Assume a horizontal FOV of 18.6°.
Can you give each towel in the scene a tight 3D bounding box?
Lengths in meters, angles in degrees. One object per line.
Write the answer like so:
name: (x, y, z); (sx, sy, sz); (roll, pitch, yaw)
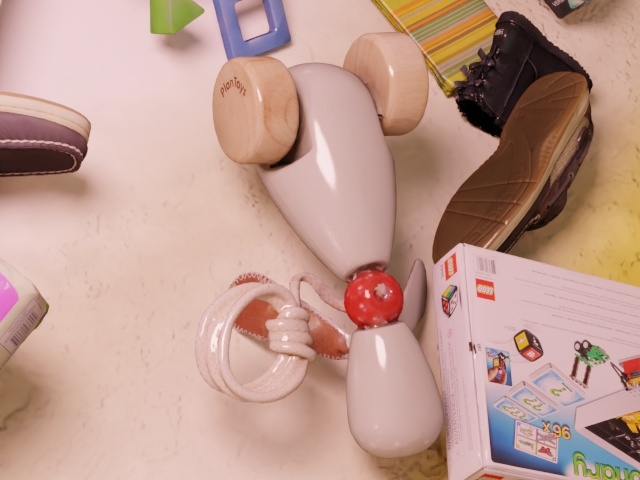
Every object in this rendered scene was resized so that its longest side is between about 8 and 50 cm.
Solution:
towel: (0.074, -0.237, 1.736); (0.102, 0.021, 0.237); (-30, 77, -38)

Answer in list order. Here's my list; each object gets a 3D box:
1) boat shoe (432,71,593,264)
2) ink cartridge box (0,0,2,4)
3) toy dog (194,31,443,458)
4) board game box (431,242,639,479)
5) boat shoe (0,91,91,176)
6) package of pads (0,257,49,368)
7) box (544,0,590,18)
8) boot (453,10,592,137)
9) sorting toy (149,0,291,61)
boat shoe: (0.173, -0.043, 1.631); (0.073, 0.080, 0.223); (53, 56, -34)
ink cartridge box: (-0.361, -0.204, 1.471); (0.237, 0.100, 0.172); (19, 56, -14)
toy dog: (0.000, 0.000, 1.512); (0.220, 0.161, 0.333); (14, 72, -20)
board game box: (0.234, 0.125, 1.550); (0.305, 0.053, 0.193); (14, 57, -26)
boat shoe: (-0.308, -0.054, 1.413); (0.285, 0.103, 0.092); (1, 70, -17)
package of pads: (-0.363, 0.038, 1.285); (0.296, 0.101, 0.229); (38, 80, 0)
box: (0.183, -0.391, 1.795); (0.322, 0.058, 0.232); (47, 49, -9)
boot: (0.176, -0.130, 1.700); (0.121, 0.045, 0.099); (39, 66, -27)
sorting toy: (-0.077, -0.318, 1.580); (0.196, 0.047, 0.347); (-7, 99, -36)
